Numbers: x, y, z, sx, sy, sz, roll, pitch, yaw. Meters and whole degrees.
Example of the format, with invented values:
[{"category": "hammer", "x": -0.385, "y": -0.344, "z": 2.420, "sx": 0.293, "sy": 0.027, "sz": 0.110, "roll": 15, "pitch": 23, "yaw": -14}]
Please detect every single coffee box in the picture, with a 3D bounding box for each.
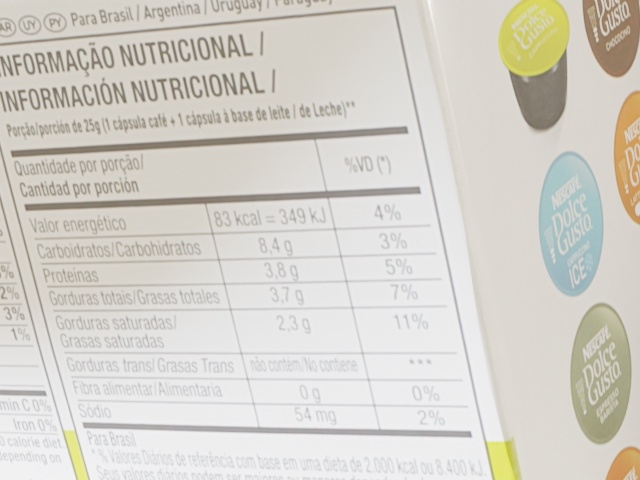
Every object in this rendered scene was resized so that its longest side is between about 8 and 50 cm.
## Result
[{"category": "coffee box", "x": 0.000, "y": 0.000, "z": 0.853, "sx": 0.338, "sy": 0.334, "sz": 0.337, "roll": -2, "pitch": -159, "yaw": 32}]
